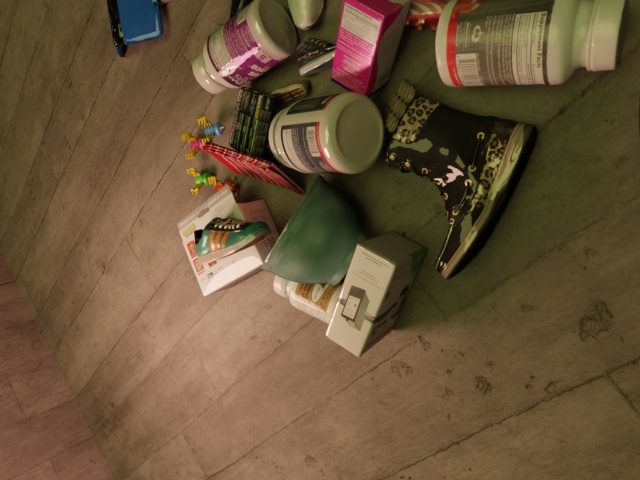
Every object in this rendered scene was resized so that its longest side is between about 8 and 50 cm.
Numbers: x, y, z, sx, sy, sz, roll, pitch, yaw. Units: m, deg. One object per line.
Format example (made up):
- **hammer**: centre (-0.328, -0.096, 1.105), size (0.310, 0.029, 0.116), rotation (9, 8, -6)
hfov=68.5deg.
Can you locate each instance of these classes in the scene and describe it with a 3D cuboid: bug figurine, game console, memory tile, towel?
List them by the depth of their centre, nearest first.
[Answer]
- **memory tile**: centre (0.184, -0.325, 1.131), size (0.012, 0.148, 0.113), rotation (22, 115, -14)
- **towel**: centre (-0.199, -0.210, 1.388), size (0.275, 0.199, 0.031), rotation (23, 84, 31)
- **bug figurine**: centre (-0.369, -0.266, 1.567), size (0.216, 0.072, 0.279), rotation (5, 107, 41)
- **game console**: centre (-0.664, -0.832, 1.671), size (0.250, 0.173, 0.293), rotation (-164, 66, -72)

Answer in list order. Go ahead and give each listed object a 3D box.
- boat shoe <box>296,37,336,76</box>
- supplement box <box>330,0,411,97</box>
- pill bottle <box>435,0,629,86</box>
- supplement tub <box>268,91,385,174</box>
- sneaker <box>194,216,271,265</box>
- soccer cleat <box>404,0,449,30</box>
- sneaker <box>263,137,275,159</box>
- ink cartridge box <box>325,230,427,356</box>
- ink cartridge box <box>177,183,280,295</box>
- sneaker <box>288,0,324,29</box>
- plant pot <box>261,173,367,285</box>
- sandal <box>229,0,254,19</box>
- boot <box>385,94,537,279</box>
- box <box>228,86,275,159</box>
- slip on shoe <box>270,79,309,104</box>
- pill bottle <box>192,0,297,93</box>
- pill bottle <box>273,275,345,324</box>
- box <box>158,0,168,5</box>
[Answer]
- **boat shoe**: centre (0.008, -0.507, 1.250), size (0.183, 0.065, 0.083), rotation (-11, 95, 38)
- **supplement box**: centre (0.112, -0.461, 1.094), size (0.114, 0.111, 0.220), rotation (38, 148, 15)
- **pill bottle**: centre (0.405, -0.395, 0.920), size (0.318, 0.176, 0.176), rotation (11, 106, 33)
- **supplement tub**: centre (0.010, -0.265, 1.191), size (0.272, 0.191, 0.191), rotation (13, 108, 52)
- **sneaker**: centre (-0.273, -0.018, 1.368), size (0.302, 0.108, 0.121), rotation (-20, 91, 37)
- **soccer cleat**: centre (0.209, -0.542, 1.094), size (0.248, 0.083, 0.095), rotation (13, 102, 36)
- **sneaker**: centre (-0.122, -0.287, 1.387), size (0.170, 0.071, 0.068), rotation (-31, 82, 35)
- **ink cartridge box**: centre (0.142, 0.132, 1.205), size (0.114, 0.198, 0.273), rotation (30, 116, 26)
- **ink cartridge box**: centre (-0.296, -0.004, 1.533), size (0.309, 0.130, 0.272), rotation (-28, 83, 35)
- **sneaker**: centre (-0.072, -0.707, 1.227), size (0.111, 0.129, 0.297), rotation (-5, 98, 34)
- **plant pot**: centre (0.000, 0.000, 1.255), size (0.196, 0.293, 0.293), rotation (32, 120, -3)
- **sandal**: centre (-0.229, -0.729, 1.380), size (0.097, 0.054, 0.255), rotation (25, 113, 29)
- **boot**: centre (0.283, -0.131, 1.087), size (0.284, 0.138, 0.377), rotation (31, 112, 26)
- **box**: centre (-0.210, -0.353, 1.406), size (0.184, 0.045, 0.191), rotation (35, 116, 49)
- **slip on shoe**: centre (-0.088, -0.430, 1.353), size (0.135, 0.051, 0.041), rotation (-4, 58, 44)
- **pill bottle**: centre (-0.226, -0.542, 1.346), size (0.301, 0.169, 0.169), rotation (-18, 89, 37)
- **pill bottle**: centre (-0.018, 0.149, 1.365), size (0.229, 0.131, 0.131), rotation (21, 111, 31)
- **box**: centre (-0.507, -0.859, 1.569), size (0.137, 0.027, 0.094), rotation (-5, 96, 37)
